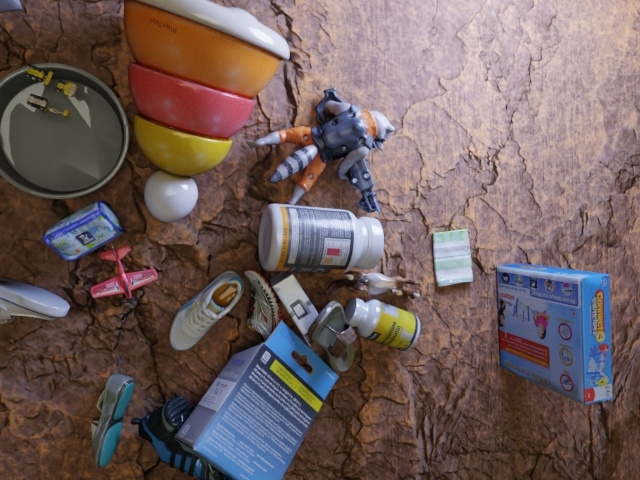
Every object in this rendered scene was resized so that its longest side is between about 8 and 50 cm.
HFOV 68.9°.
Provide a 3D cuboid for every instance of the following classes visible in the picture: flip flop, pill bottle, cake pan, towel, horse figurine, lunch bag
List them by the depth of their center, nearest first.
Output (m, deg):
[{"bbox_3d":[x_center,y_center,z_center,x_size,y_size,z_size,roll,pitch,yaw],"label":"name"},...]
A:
[{"bbox_3d":[-0.506,-0.024,1.005,0.129,0.151,0.096,-32,90,-12],"label":"lunch bag"},{"bbox_3d":[-0.576,-0.237,1.032,0.294,0.054,0.292,-1,93,-14],"label":"cake pan"},{"bbox_3d":[0.048,0.245,1.129,0.112,0.080,0.277,-47,140,-25],"label":"flip flop"},{"bbox_3d":[0.000,0.000,1.130,0.279,0.162,0.162,4,91,-19],"label":"pill bottle"},{"bbox_3d":[0.139,0.115,1.191,0.264,0.174,0.066,4,87,-3],"label":"horse figurine"},{"bbox_3d":[0.157,0.213,1.214,0.184,0.103,0.103,22,87,-14],"label":"pill bottle"},{"bbox_3d":[0.371,0.048,1.304,0.113,0.023,0.151,-7,94,-15],"label":"towel"}]

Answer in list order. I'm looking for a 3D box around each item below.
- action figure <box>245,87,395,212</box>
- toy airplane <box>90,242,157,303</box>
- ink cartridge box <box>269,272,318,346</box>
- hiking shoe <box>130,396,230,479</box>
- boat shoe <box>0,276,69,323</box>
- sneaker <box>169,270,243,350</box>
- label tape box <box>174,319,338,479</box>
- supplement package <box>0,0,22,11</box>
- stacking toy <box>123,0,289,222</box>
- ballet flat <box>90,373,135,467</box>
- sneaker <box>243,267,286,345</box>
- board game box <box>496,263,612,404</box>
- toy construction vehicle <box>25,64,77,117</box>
[{"bbox_3d":[0.038,-0.193,1.134,0.330,0.178,0.341,-30,96,-1],"label":"action figure"},{"bbox_3d":[-0.465,0.077,1.087,0.151,0.028,0.151,0,92,-16],"label":"toy airplane"},{"bbox_3d":[-0.052,0.163,1.156,0.060,0.104,0.180,-32,100,-6],"label":"ink cartridge box"},{"bbox_3d":[-0.308,0.505,1.124,0.132,0.113,0.303,-26,107,18],"label":"hiking shoe"},{"bbox_3d":[-0.686,0.134,1.000,0.268,0.096,0.088,19,92,-13],"label":"boat shoe"},{"bbox_3d":[-0.274,0.168,1.108,0.087,0.092,0.228,42,83,-14],"label":"sneaker"},{"bbox_3d":[-0.136,0.392,1.108,0.240,0.106,0.333,50,56,-23],"label":"label tape box"},{"bbox_3d":[-0.711,-0.577,0.956,0.105,0.105,0.179,-16,96,-14],"label":"supplement package"},{"bbox_3d":[-0.298,-0.268,1.019,0.351,0.350,0.479,16,106,-15],"label":"stacking toy"},{"bbox_3d":[-0.493,0.413,1.084,0.068,0.072,0.213,16,87,13],"label":"ballet flat"},{"bbox_3d":[-0.145,0.175,1.144,0.093,0.088,0.225,-20,97,-12],"label":"sneaker"},{"bbox_3d":[0.599,0.224,1.225,0.086,0.308,0.301,-5,94,-16],"label":"board game box"},{"bbox_3d":[-0.574,-0.312,0.988,0.098,0.035,0.085,16,77,-17],"label":"toy construction vehicle"}]
